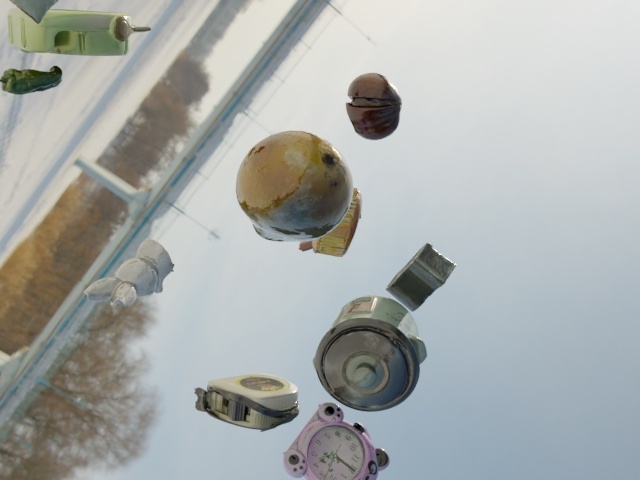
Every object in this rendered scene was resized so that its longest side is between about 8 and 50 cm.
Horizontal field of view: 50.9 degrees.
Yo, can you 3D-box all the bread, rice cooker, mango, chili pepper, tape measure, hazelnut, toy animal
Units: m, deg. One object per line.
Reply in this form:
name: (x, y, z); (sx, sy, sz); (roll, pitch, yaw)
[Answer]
bread: (0.048, -0.050, 1.776); (0.132, 0.114, 0.190); (-91, -168, -67)
rice cooker: (0.129, 0.294, 1.772); (0.317, 0.264, 0.316); (-12, -165, 3)
mango: (-0.049, -0.070, 1.132); (0.316, 0.193, 0.146); (115, -17, -63)
chili pepper: (-0.774, -0.413, 1.750); (0.204, 0.073, 0.072); (-17, 162, -40)
tape measure: (-0.204, 0.490, 2.001); (0.232, 0.271, 0.132); (13, -84, 49)
hazelnut: (0.168, -0.405, 2.038); (0.178, 0.178, 0.203); (-124, -147, -70)
toy animal: (-0.440, 0.104, 1.543); (0.220, 0.104, 0.130); (-49, 166, -47)

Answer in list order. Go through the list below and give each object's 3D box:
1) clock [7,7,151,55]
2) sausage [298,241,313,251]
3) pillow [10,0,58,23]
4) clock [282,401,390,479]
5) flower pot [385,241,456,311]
clock: (-0.656, -0.573, 1.851); (0.286, 0.349, 0.117); (27, -61, 49)
sausage: (0.000, 0.001, 2.078); (0.147, 0.030, 0.035); (-18, -147, 10)
pillow: (-0.593, -0.537, 1.346); (0.134, 0.181, 0.077); (-40, -136, 9)
clock: (0.045, 0.591, 1.828); (0.227, 0.248, 0.090); (-50, 168, -23)
flower pot: (0.284, 0.108, 1.934); (0.103, 0.108, 0.229); (-49, 177, -40)
